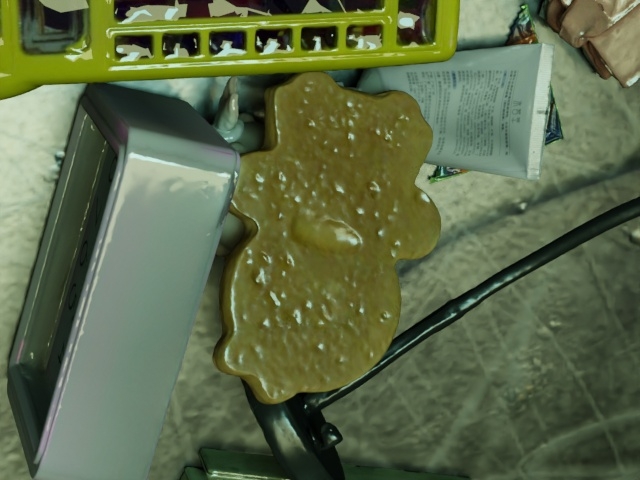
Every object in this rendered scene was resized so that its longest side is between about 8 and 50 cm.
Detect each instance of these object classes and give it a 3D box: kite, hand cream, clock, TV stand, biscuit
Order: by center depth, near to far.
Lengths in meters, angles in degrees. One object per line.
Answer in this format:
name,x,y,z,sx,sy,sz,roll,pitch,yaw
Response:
clock,-0.114,0.022,0.938,0.063,0.150,0.197,13,103,-20
biscuit,0.004,-0.002,0.944,0.133,0.027,0.184,0,89,-24
hand cream,0.069,-0.078,1.009,0.142,0.053,0.084,-1,106,-21
kite,0.111,-0.082,1.039,0.090,0.004,0.122,19,100,-18
TV stand,0.035,0.168,1.076,0.249,0.036,0.042,8,102,-15

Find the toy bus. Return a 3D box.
toy bus,-0.095,-0.156,0.894,0.331,0.145,0.151,-5,108,-13

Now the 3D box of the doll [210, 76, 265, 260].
doll,-0.051,-0.030,0.984,0.084,0.073,0.127,-7,114,19

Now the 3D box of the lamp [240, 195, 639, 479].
lamp,0.103,0.007,1.037,0.371,0.108,0.130,-40,131,-11

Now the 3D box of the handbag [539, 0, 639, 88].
handbag,0.164,-0.210,0.986,0.157,0.059,0.212,-40,111,0
